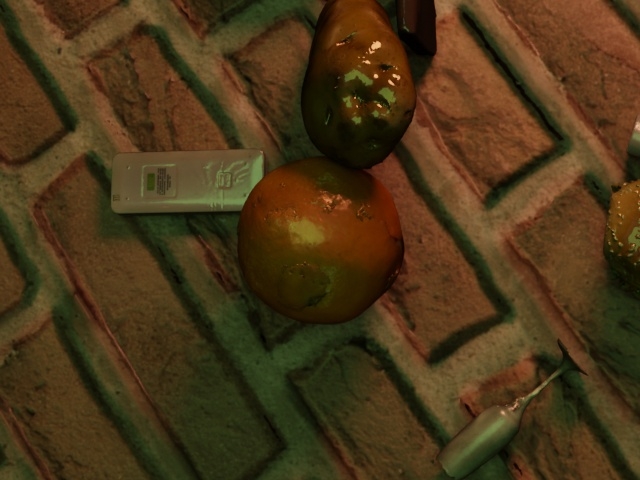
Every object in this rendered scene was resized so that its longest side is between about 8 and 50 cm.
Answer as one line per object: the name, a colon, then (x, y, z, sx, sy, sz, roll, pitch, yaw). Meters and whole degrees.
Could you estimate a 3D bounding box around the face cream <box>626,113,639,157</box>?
face cream: (0.550, -0.130, 1.895, 0.198, 0.057, 0.084, 18, 52, 12)

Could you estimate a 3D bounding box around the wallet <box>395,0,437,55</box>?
wallet: (0.138, -0.438, 1.961, 0.042, 0.165, 0.309, -4, 83, 13)

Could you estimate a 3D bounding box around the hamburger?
hamburger: (0.513, -0.005, 1.857, 0.215, 0.122, 0.189, 5, 82, 9)

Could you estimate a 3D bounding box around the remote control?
remote control: (-0.207, -0.091, 2.047, 0.250, 0.034, 0.103, -2, 82, 10)

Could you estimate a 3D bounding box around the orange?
orange: (0.000, 0.000, 1.887, 0.246, 0.246, 0.246, -1, 82, 10)

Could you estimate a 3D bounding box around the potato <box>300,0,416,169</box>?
potato: (0.047, -0.247, 1.883, 0.176, 0.369, 0.195, -26, 121, 13)

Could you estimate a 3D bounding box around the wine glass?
wine glass: (0.272, 0.255, 1.898, 0.262, 0.074, 0.074, -42, 77, 4)
